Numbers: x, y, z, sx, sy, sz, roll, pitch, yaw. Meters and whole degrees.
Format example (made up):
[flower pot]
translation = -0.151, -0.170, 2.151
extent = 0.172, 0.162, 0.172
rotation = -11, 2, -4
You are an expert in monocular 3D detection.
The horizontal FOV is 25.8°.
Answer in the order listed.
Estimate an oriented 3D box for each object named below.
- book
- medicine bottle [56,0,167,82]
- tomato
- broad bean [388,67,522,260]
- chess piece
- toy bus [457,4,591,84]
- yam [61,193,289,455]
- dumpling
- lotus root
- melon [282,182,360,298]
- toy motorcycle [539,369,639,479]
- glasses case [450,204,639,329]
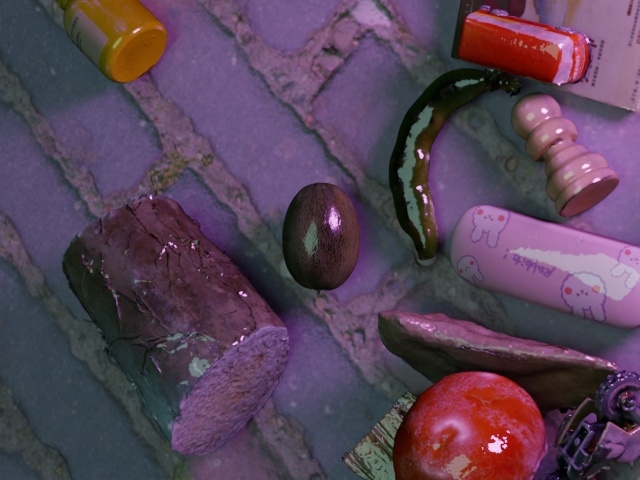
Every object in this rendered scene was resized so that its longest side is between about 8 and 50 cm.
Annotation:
[book]
translation = 0.317, -0.305, 1.876
extent = 0.289, 0.026, 0.201
rotation = 20, 111, 27
[medicine bottle]
translation = -0.348, -0.355, 2.191
extent = 0.212, 0.122, 0.122
rotation = 46, 109, 21
[tomato]
translation = 0.189, 0.283, 1.825
extent = 0.189, 0.232, 0.232
rotation = 26, 102, 16
[broad bean]
translation = 0.165, -0.125, 1.958
extent = 0.144, 0.049, 0.292
rotation = 36, 109, 30
[chess piece]
translation = 0.315, -0.124, 1.862
extent = 0.094, 0.094, 0.170
rotation = -38, 70, 22
[toy bus]
translation = 0.267, -0.255, 1.855
extent = 0.174, 0.077, 0.079
rotation = 20, 113, 28
[yam]
translation = -0.216, 0.115, 2.075
extent = 0.241, 0.241, 0.348
rotation = -46, 68, 20
[dumpling]
translation = 0.241, 0.163, 1.901
extent = 0.332, 0.166, 0.086
rotation = 16, 55, 12
[lotus root]
translation = 0.122, 0.310, 1.972
extent = 0.143, 0.070, 0.144
rotation = -39, 74, 3
[melon]
translation = 0.000, 0.000, 2.012
extent = 0.114, 0.114, 0.167
rotation = 3, 89, 28
[toy motorcycle]
translation = 0.373, 0.274, 1.814
extent = 0.229, 0.130, 0.094
rotation = -62, 35, 18
[glasses case]
translation = 0.314, 0.034, 1.869
extent = 0.297, 0.075, 0.113
rotation = 17, 100, 27
